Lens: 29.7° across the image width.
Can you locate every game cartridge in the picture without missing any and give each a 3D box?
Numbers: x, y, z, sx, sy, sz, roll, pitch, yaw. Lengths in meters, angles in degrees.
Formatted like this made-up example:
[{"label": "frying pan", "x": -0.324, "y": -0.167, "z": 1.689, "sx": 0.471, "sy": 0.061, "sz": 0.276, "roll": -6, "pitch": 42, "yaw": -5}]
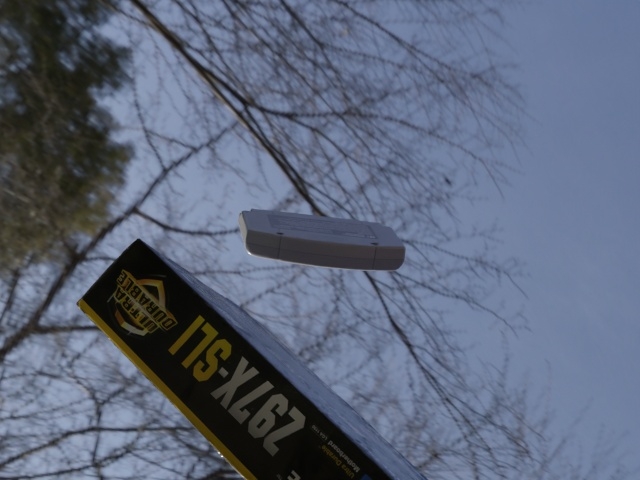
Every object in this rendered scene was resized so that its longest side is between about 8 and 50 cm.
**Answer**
[{"label": "game cartridge", "x": 0.000, "y": 0.000, "z": 0.629, "sx": 0.083, "sy": 0.056, "sz": 0.017, "roll": 6, "pitch": -79, "yaw": -9}]

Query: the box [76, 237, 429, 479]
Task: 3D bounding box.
[{"label": "box", "x": -0.016, "y": 0.153, "z": 0.957, "sx": 0.322, "sy": 0.257, "sz": 0.079, "roll": 41, "pitch": -93, "yaw": 26}]
